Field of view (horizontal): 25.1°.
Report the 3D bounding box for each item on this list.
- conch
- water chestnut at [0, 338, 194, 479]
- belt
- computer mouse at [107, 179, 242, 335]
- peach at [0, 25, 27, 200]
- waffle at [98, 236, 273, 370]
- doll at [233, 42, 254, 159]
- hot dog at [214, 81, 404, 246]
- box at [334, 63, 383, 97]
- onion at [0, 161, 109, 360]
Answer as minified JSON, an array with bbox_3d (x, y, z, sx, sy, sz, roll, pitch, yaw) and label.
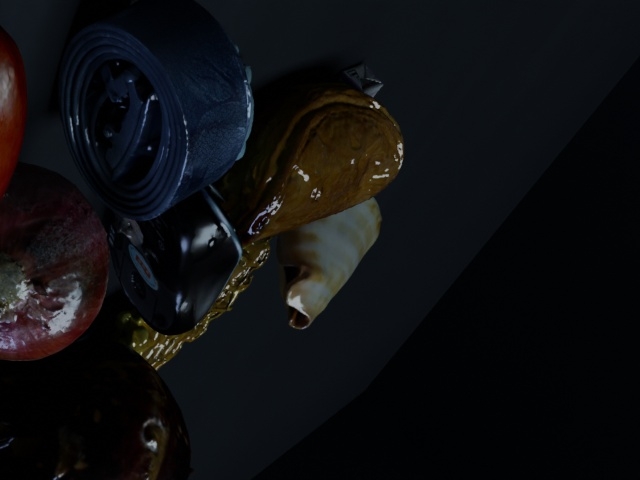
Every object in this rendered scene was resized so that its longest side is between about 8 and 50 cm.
[{"bbox_3d":[0.012,-0.001,1.731,0.158,0.127,0.255,91,0,-49],"label":"conch"},{"bbox_3d":[-0.291,0.234,1.524,0.300,0.300,0.300,-40,168,-10],"label":"water chestnut"},{"bbox_3d":[-0.128,-0.100,1.089,0.082,0.141,0.190,-32,165,-35],"label":"belt"},{"bbox_3d":[-0.137,-0.003,1.409,0.096,0.137,0.233,-31,163,-31],"label":"computer mouse"},{"bbox_3d":[-0.262,-0.047,0.722,0.226,0.190,0.196,-50,178,2],"label":"peach"},{"bbox_3d":[-0.181,0.087,1.777,0.293,0.069,0.260,-39,170,-31],"label":"waffle"},{"bbox_3d":[-0.100,-0.116,1.331,0.180,0.075,0.120,145,-49,-85],"label":"doll"},{"bbox_3d":[-0.023,-0.081,1.557,0.272,0.122,0.196,-25,162,-50],"label":"hot dog"},{"bbox_3d":[0.020,-0.149,1.656,0.050,0.036,0.117,-28,161,-49],"label":"box"},{"bbox_3d":[-0.238,0.010,1.127,0.159,0.159,0.195,-44,-171,7],"label":"onion"}]
